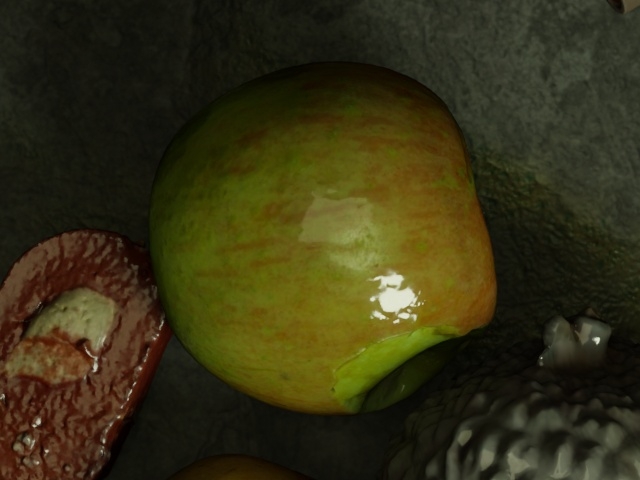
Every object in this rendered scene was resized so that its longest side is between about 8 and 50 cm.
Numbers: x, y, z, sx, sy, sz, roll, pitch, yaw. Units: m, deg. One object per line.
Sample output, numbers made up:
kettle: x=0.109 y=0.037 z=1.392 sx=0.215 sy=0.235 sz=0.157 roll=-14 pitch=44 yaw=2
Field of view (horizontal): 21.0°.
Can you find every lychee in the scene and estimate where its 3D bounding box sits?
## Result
lychee: x=0.225 y=0.269 z=1.559 sx=0.380 sy=0.380 sz=0.432 roll=1 pitch=103 yaw=3

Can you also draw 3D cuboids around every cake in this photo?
cake: x=-0.255 y=0.118 z=1.708 sx=0.177 sy=0.151 sz=0.283 roll=24 pitch=88 yaw=2

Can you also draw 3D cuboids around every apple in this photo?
apple: x=0.000 y=0.000 z=1.623 sx=0.339 sy=0.339 sz=0.340 roll=0 pitch=81 yaw=2

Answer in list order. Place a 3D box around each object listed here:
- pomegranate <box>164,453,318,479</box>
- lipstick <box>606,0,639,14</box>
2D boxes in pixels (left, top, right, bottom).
pomegranate: x=-0.080 y=0.328 z=1.612 sx=0.264 sy=0.264 sz=0.264 roll=0 pitch=81 yaw=2
lipstick: x=0.403 y=-0.327 z=1.785 sx=0.254 sy=0.070 sz=0.070 roll=-31 pitch=81 yaw=-2
